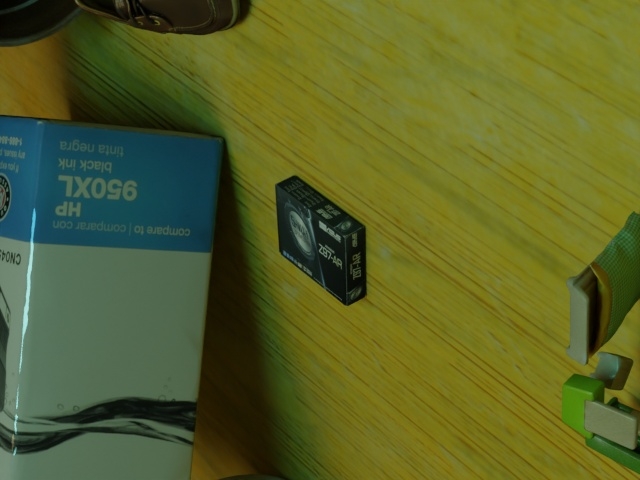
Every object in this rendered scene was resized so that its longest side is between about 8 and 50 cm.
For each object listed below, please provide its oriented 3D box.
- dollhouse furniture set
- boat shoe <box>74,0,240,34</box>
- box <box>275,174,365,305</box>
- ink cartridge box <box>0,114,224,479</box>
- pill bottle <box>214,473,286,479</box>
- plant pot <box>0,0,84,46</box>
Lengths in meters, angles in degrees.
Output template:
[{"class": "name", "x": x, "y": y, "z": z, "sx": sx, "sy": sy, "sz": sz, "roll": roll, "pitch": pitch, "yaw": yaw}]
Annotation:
[{"class": "dollhouse furniture set", "x": 0.180, "y": 0.068, "z": 0.981, "sx": 0.058, "sy": 0.076, "sz": 0.151, "roll": 24, "pitch": 136, "yaw": 32}, {"class": "boat shoe", "x": -0.122, "y": -0.178, "z": 1.276, "sx": 0.178, "sy": 0.060, "sz": 0.064, "roll": 18, "pitch": 129, "yaw": 52}, {"class": "box", "x": 0.000, "y": 0.000, "z": 1.269, "sx": 0.083, "sy": 0.018, "sz": 0.067, "roll": 38, "pitch": 144, "yaw": 38}, {"class": "ink cartridge box", "x": -0.232, "y": 0.097, "z": 1.423, "sx": 0.285, "sy": 0.166, "sz": 0.395, "roll": 9, "pitch": 95, "yaw": 56}, {"class": "pill bottle", "x": -0.052, "y": 0.362, "z": 1.514, "sx": 0.160, "sy": 0.160, "sz": 0.283, "roll": 17, "pitch": 129, "yaw": 53}, {"class": "plant pot", "x": -0.267, "y": -0.261, "z": 1.357, "sx": 0.165, "sy": 0.167, "sz": 0.167, "roll": 45, "pitch": 148, "yaw": 45}]
